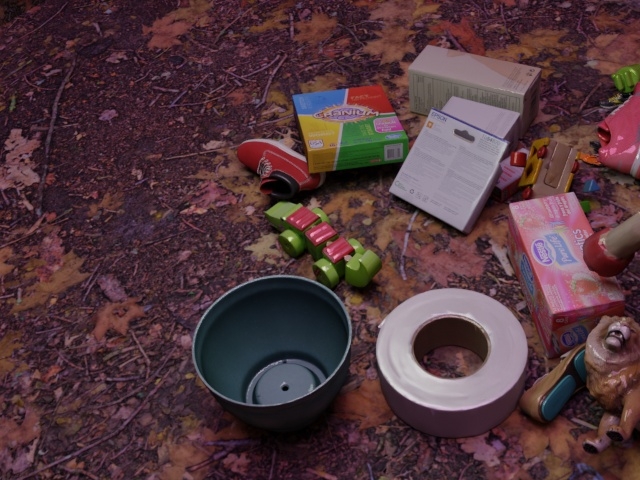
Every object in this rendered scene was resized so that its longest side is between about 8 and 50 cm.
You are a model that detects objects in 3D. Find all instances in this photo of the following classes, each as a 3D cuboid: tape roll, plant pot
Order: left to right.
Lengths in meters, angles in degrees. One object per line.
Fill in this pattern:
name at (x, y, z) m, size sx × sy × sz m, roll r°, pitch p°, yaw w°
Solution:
plant pot at (-0.077, 0.239, 1.579) m, size 0.293 × 0.196 × 0.293 m, roll -5°, pitch 46°, yaw 5°
tape roll at (0.248, 0.228, 1.596) m, size 0.286 × 0.100 × 0.286 m, roll -5°, pitch 47°, yaw 6°

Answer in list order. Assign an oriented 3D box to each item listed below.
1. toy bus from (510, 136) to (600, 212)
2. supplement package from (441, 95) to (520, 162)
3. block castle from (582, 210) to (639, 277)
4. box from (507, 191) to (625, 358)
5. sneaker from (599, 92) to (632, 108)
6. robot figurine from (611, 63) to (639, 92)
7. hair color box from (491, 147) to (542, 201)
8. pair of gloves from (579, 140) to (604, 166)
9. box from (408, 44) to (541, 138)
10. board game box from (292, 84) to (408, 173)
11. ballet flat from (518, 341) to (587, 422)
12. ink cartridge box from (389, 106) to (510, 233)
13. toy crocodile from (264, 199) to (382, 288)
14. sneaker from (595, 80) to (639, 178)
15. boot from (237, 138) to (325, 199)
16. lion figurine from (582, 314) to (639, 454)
toy bus at (0.499, -0.128, 1.880) m, size 0.202 × 0.191 × 0.104 m, roll -24°, pitch 4°, yaw -13°
supplement package at (0.379, -0.262, 2.029) m, size 0.179 × 0.105 × 0.105 m, roll 20°, pitch 54°, yaw 26°
block castle at (0.721, -0.011, 1.517) m, size 0.453 × 0.213 × 0.303 m, roll -38°, pitch 81°, yaw -25°
box at (0.481, 0.064, 1.671) m, size 0.142 × 0.154 × 0.300 m, roll -10°, pitch 47°, yaw 1°
sneaker at (0.741, -0.353, 2.096) m, size 0.083 × 0.035 × 0.031 m, roll -4°, pitch 46°, yaw 7°
robot figurine at (0.786, -0.408, 2.106) m, size 0.115 × 0.067 × 0.101 m, roll -20°, pitch 0°, yaw -40°
hair color box at (0.448, -0.154, 1.958) m, size 0.141 × 0.043 × 0.072 m, roll -32°, pitch 49°, yaw -20°
pair of gloves at (0.659, -0.207, 1.991) m, size 0.074 × 0.010 × 0.083 m, roll 31°, pitch 58°, yaw 33°
box at (0.385, -0.377, 2.110) m, size 0.311 × 0.148 × 0.121 m, roll 20°, pitch 53°, yaw 25°
board game box at (0.066, -0.282, 2.076) m, size 0.242 × 0.064 × 0.316 m, roll -8°, pitch 35°, yaw -5°
ballet flat at (0.458, 0.247, 1.563) m, size 0.232 × 0.080 × 0.073 m, roll -34°, pitch 21°, yaw -23°
ink cartridge box at (0.296, -0.161, 1.906) m, size 0.223 × 0.045 × 0.224 m, roll 33°, pitch 100°, yaw 33°
toy crocodile at (0.000, 0.000, 1.852) m, size 0.115 × 0.105 × 0.340 m, roll -34°, pitch 50°, yaw -21°
sneaker at (0.721, -0.280, 1.967) m, size 0.136 × 0.116 × 0.314 m, roll 13°, pitch 51°, yaw 13°
boot at (-0.133, -0.171, 2.008) m, size 0.244 × 0.088 × 0.176 m, roll 23°, pitch 29°, yaw 26°
lion figurine at (0.609, 0.309, 1.436) m, size 0.392 × 0.142 × 0.240 m, roll 37°, pitch 54°, yaw 11°
